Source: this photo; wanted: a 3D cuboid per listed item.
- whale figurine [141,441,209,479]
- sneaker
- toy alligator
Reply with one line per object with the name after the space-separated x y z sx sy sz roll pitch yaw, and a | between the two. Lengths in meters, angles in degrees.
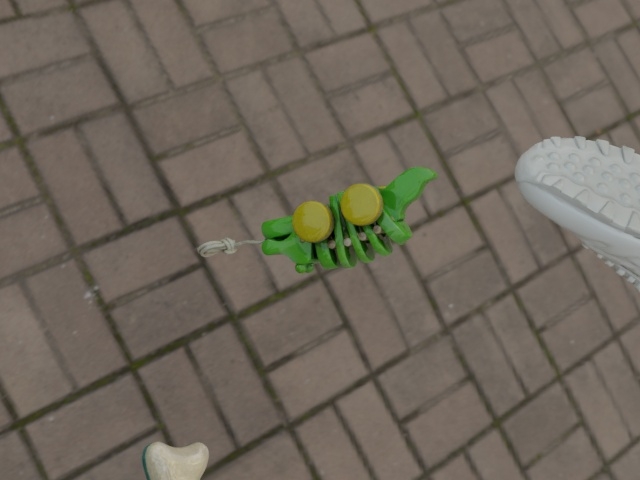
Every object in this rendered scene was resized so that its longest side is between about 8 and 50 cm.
-0.218 0.398 1.392 0.216 0.141 0.272 10 81 -47 | whale figurine
0.248 -0.001 0.801 0.235 0.095 0.090 22 50 -5 | sneaker
0.000 0.000 0.751 0.056 0.189 0.051 0 71 -68 | toy alligator
